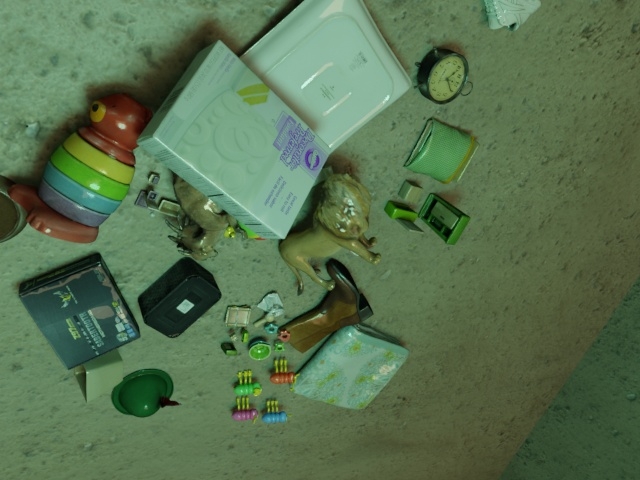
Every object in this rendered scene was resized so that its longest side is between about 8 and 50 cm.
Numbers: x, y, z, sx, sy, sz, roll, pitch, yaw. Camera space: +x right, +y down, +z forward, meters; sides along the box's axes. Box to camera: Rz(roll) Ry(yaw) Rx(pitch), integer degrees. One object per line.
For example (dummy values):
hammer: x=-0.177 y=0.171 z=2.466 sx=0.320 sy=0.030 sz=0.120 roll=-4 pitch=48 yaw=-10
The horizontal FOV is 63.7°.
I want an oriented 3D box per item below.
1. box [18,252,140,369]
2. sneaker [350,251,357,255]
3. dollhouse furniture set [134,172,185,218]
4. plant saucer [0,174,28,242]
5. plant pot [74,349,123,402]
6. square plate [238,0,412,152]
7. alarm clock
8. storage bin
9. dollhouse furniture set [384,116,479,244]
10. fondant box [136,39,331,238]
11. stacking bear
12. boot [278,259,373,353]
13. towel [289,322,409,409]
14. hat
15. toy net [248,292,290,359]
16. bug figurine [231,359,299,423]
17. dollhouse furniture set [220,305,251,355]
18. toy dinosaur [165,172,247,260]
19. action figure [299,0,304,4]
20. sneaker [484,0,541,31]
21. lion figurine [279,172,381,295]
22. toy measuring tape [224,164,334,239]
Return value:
box: x=-0.554 y=0.168 z=1.205 sx=0.183 sy=0.059 sz=0.233 roll=-23 pitch=120 yaw=-14
sneaker: x=0.093 y=-0.022 z=1.474 sx=0.074 sy=0.063 sz=0.170 roll=-35 pitch=129 yaw=5
dollhouse furniture set: x=-0.340 y=-0.083 z=1.159 sx=0.114 sy=0.081 sz=0.091 roll=19 pitch=112 yaw=-39
plant saucer: x=-0.669 y=-0.055 z=1.020 sx=0.168 sy=0.029 sz=0.169 roll=-17 pitch=129 yaw=-21
plant pot: x=-0.563 y=0.325 z=1.315 sx=0.096 sy=0.109 sz=0.109 roll=-10 pitch=127 yaw=-37
square plate: x=0.007 y=-0.347 z=1.159 sx=0.344 sy=0.049 sz=0.347 roll=-37 pitch=136 yaw=12
alarm clock: x=0.325 y=-0.415 z=1.326 sx=0.191 sy=0.064 sz=0.130 roll=12 pitch=115 yaw=-34
storage bin: x=-0.358 y=0.147 z=1.315 sx=0.180 sy=0.084 sz=0.122 roll=-41 pitch=133 yaw=3
dollhouse furniture set: x=0.346 y=-0.163 z=1.463 sx=0.197 sy=0.151 sz=0.302 roll=9 pitch=117 yaw=-35
fondant box: x=-0.157 y=-0.190 z=1.036 sx=0.330 sy=0.096 sz=0.239 roll=40 pitch=67 yaw=-33
stacking bear: x=-0.437 y=-0.155 z=1.005 sx=0.289 sy=0.175 sz=0.164 roll=-56 pitch=146 yaw=4
boot: x=-0.008 y=0.208 z=1.594 sx=0.280 sy=0.096 sz=0.264 roll=-28 pitch=134 yaw=6
towel: x=0.117 y=0.451 z=1.819 sx=0.374 sy=0.090 sz=0.321 roll=31 pitch=103 yaw=-41
hat: x=-0.473 y=0.475 z=1.417 sx=0.172 sy=0.184 sz=0.209 roll=-15 pitch=129 yaw=-21
toy net: x=-0.141 y=0.260 z=1.535 sx=0.121 sy=0.045 sz=0.232 roll=7 pitch=121 yaw=-14
bug figurine: x=-0.182 y=0.518 z=1.681 sx=0.216 sy=0.072 sz=0.279 roll=0 pitch=123 yaw=-19
dollhouse furniture set: x=-0.250 y=0.254 z=1.500 sx=0.076 sy=0.058 sz=0.152 roll=6 pitch=100 yaw=-25
toy dinosaur: x=-0.270 y=-0.082 z=1.150 sx=0.200 sy=0.127 sz=0.296 roll=-13 pitch=106 yaw=11
action figure: x=-0.035 y=-0.547 z=1.021 sx=0.137 sy=0.063 sz=0.232 roll=-41 pitch=137 yaw=-3
sneaker: x=0.442 y=-0.580 z=1.262 sx=0.232 sy=0.090 sz=0.115 roll=13 pitch=118 yaw=-36
lion figurine: x=0.000 y=0.000 z=1.355 sx=0.392 sy=0.142 sz=0.240 roll=-37 pitch=120 yaw=28
toy measuring tape: x=-0.096 y=-0.088 z=1.273 sx=0.329 sy=0.121 sz=0.122 roll=-27 pitch=132 yaw=-10
